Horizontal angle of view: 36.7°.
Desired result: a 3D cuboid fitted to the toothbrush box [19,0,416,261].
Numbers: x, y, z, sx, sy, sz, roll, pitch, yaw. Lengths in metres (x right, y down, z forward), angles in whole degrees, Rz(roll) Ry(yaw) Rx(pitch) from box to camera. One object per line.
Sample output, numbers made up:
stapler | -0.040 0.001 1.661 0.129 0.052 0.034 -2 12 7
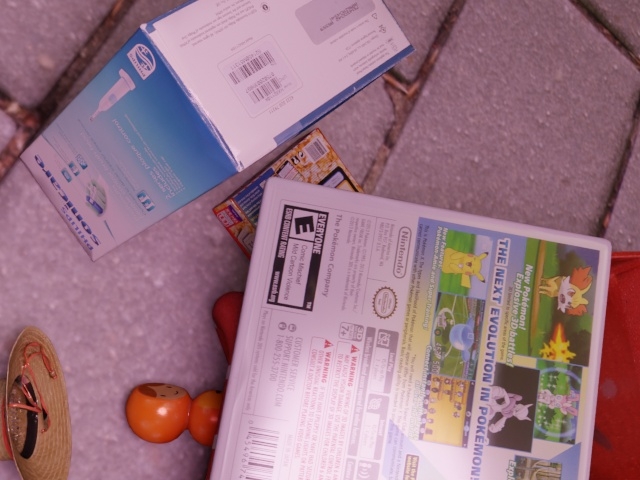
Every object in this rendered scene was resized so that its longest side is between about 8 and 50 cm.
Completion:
toothbrush box | -0.100 -0.115 0.831 0.216 0.295 0.126 -39 100 -36

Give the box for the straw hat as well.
straw hat | -0.256 0.146 0.789 0.061 0.144 0.144 -9 79 3

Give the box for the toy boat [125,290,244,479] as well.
toy boat | -0.099 0.157 0.867 0.151 0.151 0.231 9 68 0

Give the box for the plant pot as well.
plant pot | 0.182 0.167 0.971 0.267 0.236 0.267 0 77 -34

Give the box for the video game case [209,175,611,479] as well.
video game case | 0.073 0.132 0.782 0.300 0.036 0.329 11 77 -3

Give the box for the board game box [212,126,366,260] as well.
board game box | 0.000 0.000 1.016 0.147 0.045 0.193 -42 101 -35
